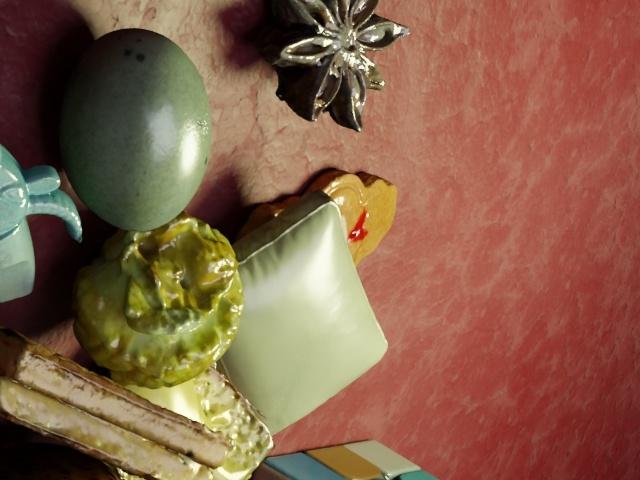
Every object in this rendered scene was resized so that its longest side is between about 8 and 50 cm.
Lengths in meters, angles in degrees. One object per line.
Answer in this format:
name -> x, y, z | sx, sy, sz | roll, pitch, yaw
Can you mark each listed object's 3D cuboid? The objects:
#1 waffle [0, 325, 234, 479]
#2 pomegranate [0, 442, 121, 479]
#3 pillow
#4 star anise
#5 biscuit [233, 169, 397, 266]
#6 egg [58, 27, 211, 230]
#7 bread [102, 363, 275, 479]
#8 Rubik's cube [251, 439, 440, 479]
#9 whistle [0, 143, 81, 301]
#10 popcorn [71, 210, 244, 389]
waffle -> -0.275, 0.187, 1.658 | 0.308, 0.213, 0.091 | 33, 77, -36
pomegranate -> -0.308, 0.393, 1.713 | 0.285, 0.340, 0.285 | -28, 132, -37
pillow -> -0.047, 0.109, 2.011 | 0.255, 0.120, 0.322 | -34, 132, -16
star anise -> 0.004, -0.257, 1.899 | 0.223, 0.109, 0.236 | -48, 129, -35
biscuit -> 0.000, 0.000, 2.135 | 0.334, 0.047, 0.202 | -27, 134, -43
egg -> -0.205, -0.120, 1.641 | 0.169, 0.169, 0.237 | -25, 131, -44
bread -> -0.200, 0.246, 1.934 | 0.204, 0.162, 0.262 | -50, 121, -15
Rubik's cube -> 0.067, 0.554, 2.362 | 0.346, 0.344, 0.347 | 3, 109, -56
whistle -> -0.357, -0.035, 1.568 | 0.186, 0.093, 0.274 | -20, 137, -12
popcorn -> -0.191, 0.071, 1.771 | 0.204, 0.183, 0.221 | 34, 51, -20
